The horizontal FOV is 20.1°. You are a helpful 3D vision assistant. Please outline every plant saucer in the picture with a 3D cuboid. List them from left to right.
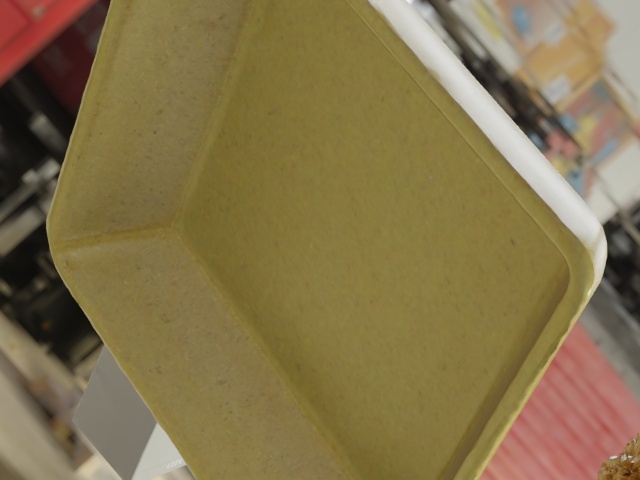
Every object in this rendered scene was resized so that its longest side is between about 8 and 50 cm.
[{"bbox_3d":[0.000,0.000,0.915,0.333,0.081,0.333,53,-40,28],"label":"plant saucer"}]

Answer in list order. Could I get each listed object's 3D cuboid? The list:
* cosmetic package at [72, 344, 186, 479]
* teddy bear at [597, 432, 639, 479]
[{"bbox_3d":[-0.128,0.107,1.685,0.127,0.238,0.107,-19,52,-43],"label":"cosmetic package"},{"bbox_3d":[0.227,0.258,0.892,0.113,0.245,0.338,-22,106,-53],"label":"teddy bear"}]
